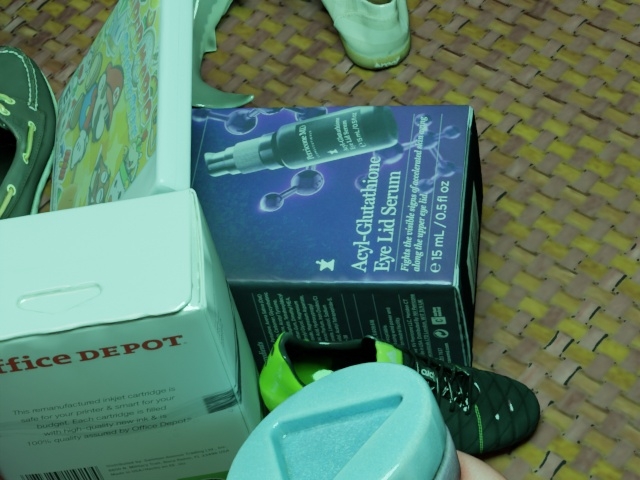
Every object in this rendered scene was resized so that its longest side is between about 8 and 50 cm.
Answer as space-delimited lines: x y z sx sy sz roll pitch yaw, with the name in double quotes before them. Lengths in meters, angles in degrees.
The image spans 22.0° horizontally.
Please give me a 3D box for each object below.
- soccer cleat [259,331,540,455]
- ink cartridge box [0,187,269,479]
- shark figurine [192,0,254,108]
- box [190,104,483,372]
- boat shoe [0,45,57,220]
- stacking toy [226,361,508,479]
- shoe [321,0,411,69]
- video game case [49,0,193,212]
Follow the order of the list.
"soccer cleat" 0.052 0.093 1.018 0.179 0.072 0.060 7 53 -4
"ink cartridge box" -0.125 0.078 0.985 0.160 0.219 0.092 -9 52 3
"shark figurine" -0.093 -0.227 1.277 0.166 0.116 0.278 13 77 59
"box" 0.000 0.000 1.094 0.207 0.108 0.153 0 53 10
"boat shoe" -0.242 -0.066 1.217 0.081 0.069 0.228 -6 52 6
"stacking toy" -0.032 0.196 0.844 0.309 0.130 0.279 -36 27 -5
"shoe" 0.019 -0.227 1.299 0.076 0.058 0.219 -21 52 -6
"video game case" -0.140 -0.069 1.124 0.026 0.206 0.227 16 50 -23
